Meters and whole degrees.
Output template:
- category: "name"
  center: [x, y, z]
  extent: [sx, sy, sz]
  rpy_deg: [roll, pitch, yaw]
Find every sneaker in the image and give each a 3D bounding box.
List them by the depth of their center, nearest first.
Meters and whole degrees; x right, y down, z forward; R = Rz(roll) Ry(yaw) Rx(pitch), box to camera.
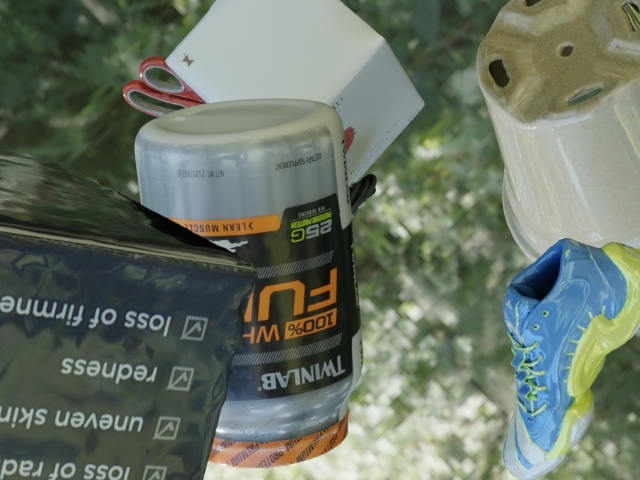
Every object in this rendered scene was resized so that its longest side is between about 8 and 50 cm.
- category: "sneaker"
  center: [0.198, 0.098, 1.461]
  extent: [0.126, 0.240, 0.091]
  rpy_deg: [22, -168, -22]

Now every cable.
- category: "cable"
  center: [0.000, 0.000, 1.838]
  extent: [0.047, 0.184, 0.150]
  rpy_deg: [32, -151, 3]

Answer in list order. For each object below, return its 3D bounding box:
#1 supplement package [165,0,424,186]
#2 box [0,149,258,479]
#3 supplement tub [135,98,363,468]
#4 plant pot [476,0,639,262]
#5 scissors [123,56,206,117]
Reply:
- category: "supplement package"
  center: [-0.020, -0.176, 1.828]
  extent: [0.175, 0.177, 0.293]
  rpy_deg: [43, -178, 15]
- category: "box"
  center: [-0.350, 0.171, 0.899]
  extent: [0.480, 0.472, 0.297]
  rpy_deg: [10, -171, -35]
- category: "supplement tub"
  center: [-0.061, 0.037, 1.503]
  extent: [0.193, 0.193, 0.316]
  rpy_deg: [-154, 54, -63]
- category: "plant pot"
  center: [0.344, -0.156, 2.030]
  extent: [0.334, 0.334, 0.305]
  rpy_deg: [38, 172, 38]
- category: "scissors"
  center: [-0.122, -0.179, 2.218]
  extent: [0.297, 0.021, 0.109]
  rpy_deg: [17, 140, -8]
